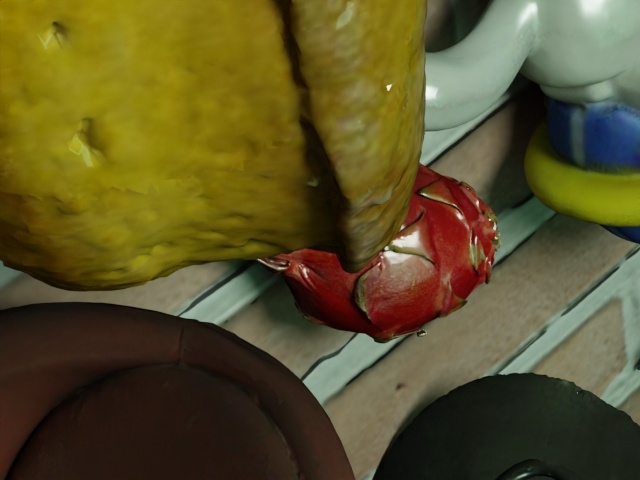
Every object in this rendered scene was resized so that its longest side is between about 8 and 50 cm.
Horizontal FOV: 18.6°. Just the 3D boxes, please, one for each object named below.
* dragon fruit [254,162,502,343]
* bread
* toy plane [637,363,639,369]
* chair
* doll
[{"bbox_3d":[0.000,0.000,0.968,0.191,0.094,0.094,6,109,-28],"label":"dragon fruit"},{"bbox_3d":[-0.061,-0.096,0.678,0.194,0.179,0.340,-10,133,1],"label":"bread"},{"bbox_3d":[0.332,-0.009,1.333,0.267,0.088,0.212,-21,150,-44],"label":"toy plane"},{"bbox_3d":[-0.006,0.157,0.929,0.401,0.226,0.226,14,101,-51],"label":"chair"},{"bbox_3d":[0.164,-0.087,1.028,0.311,0.160,0.242,-30,134,-31],"label":"doll"}]
